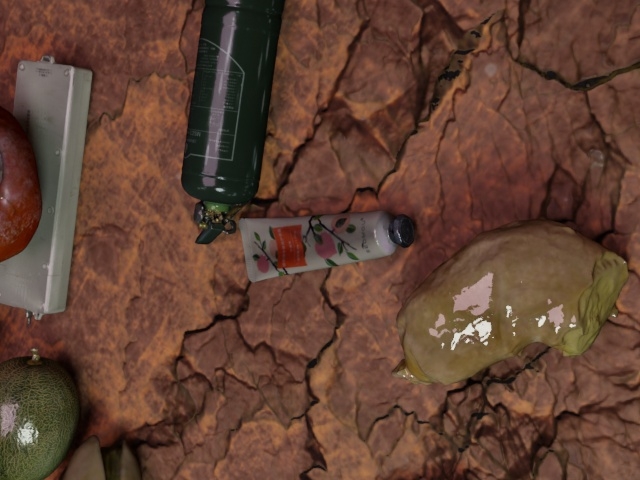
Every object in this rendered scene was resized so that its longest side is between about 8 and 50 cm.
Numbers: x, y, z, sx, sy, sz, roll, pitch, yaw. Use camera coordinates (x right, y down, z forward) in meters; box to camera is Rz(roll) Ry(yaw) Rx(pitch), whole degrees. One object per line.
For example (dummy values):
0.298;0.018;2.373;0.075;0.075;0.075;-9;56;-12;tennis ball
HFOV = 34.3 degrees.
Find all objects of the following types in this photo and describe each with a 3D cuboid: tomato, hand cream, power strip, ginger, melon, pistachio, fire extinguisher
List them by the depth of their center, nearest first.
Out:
0.180;0.067;1.057;0.267;0.138;0.152;-20;87;22;ginger
0.000;0.000;1.206;0.234;0.050;0.080;-8;92;34;hand cream
-0.111;-0.143;1.234;0.114;0.095;0.311;-163;79;-65;fire extinguisher
-0.470;-0.063;1.315;0.188;0.232;0.232;-29;75;66;tomato
-0.295;0.361;1.333;0.136;0.136;0.226;15;92;27;pistachio
-0.388;0.232;1.367;0.139;0.139;0.192;16;100;27;melon
-0.378;-0.065;1.404;0.106;0.043;0.367;11;97;29;power strip
